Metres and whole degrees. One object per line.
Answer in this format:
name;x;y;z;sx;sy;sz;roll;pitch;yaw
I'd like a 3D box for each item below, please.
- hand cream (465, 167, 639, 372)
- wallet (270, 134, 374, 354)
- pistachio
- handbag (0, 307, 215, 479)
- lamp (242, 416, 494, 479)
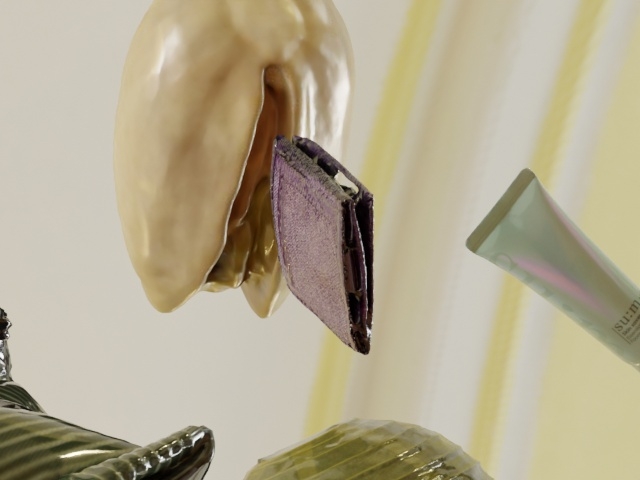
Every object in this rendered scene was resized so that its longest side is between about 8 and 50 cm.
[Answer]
hand cream;0.206;0.035;1.453;0.205;0.050;0.078;40;-93;-17
wallet;-0.001;0.000;1.262;0.030;0.166;0.111;-5;-72;-17
pistachio;-0.075;-0.082;1.481;0.187;0.187;0.299;3;-60;-19
handbag;-0.164;0.203;0.887;0.240;0.247;0.340;-35;-49;-27
lamp;0.048;0.276;1.432;0.250;0.250;0.284;-29;-94;-5
